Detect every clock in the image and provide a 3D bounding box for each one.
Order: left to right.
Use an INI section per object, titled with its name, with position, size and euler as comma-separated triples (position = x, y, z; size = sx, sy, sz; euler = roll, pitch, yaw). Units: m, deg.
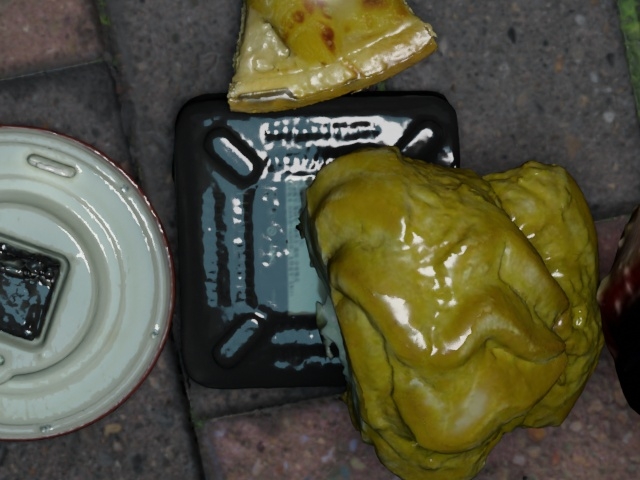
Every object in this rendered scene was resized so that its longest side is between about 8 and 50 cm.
[clock]
position = -0.299, 0.044, 1.922
size = 0.318, 0.080, 0.318
euler = 0, 99, 0

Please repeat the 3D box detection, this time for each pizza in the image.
[pizza]
position = -0.020, -0.213, 1.833
size = 0.204, 0.080, 0.188
euler = -29, 89, 4

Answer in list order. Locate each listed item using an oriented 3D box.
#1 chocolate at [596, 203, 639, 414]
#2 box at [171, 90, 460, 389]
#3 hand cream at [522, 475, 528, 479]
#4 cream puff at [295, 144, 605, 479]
[chocolate]
position = 0.400, 0.058, 1.823
size = 0.340, 0.210, 0.225
euler = 29, 133, -36
[box]
position = 0.000, 0.000, 1.914
size = 0.289, 0.073, 0.290
euler = -1, 99, -1
[hand cream]
position = 0.308, 0.307, 1.966
size = 0.248, 0.075, 0.052
euler = 25, 94, -6
[cream puff]
position = 0.132, 0.052, 1.754
size = 0.270, 0.274, 0.323
euler = -18, 103, -3
